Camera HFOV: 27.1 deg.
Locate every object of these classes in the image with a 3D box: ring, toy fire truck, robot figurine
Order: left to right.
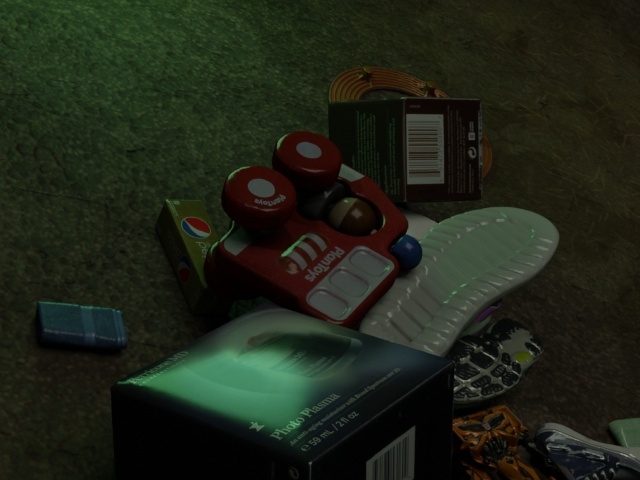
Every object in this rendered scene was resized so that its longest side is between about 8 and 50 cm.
[{"bbox_3d":[0.000,0.000,1.835,0.254,0.169,0.302,32,41,16],"label":"toy fire truck"},{"bbox_3d":[0.174,-0.221,2.466,0.336,0.032,0.337,17,38,-14],"label":"ring"},{"bbox_3d":[0.260,0.337,1.792,0.211,0.085,0.291,-12,49,-30],"label":"robot figurine"}]

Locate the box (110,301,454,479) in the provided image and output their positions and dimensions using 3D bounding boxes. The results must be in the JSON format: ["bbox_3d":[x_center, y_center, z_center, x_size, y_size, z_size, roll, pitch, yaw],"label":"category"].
[{"bbox_3d":[-0.042,0.229,1.567,0.294,0.183,0.296,14,26,33],"label":"box"}]

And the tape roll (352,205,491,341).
[{"bbox_3d":[0.120,0.074,2.019,0.286,0.100,0.286,19,37,-15],"label":"tape roll"}]

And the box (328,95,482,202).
[{"bbox_3d":[0.136,-0.147,2.163,0.167,0.169,0.203,-4,5,-36],"label":"box"}]

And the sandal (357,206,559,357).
[{"bbox_3d":[0.187,0.075,1.904,0.169,0.102,0.416,31,46,28],"label":"sandal"}]

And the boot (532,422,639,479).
[{"bbox_3d":[0.395,0.338,1.922,0.190,0.069,0.086,19,44,1],"label":"boot"}]

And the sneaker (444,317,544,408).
[{"bbox_3d":[0.238,0.201,1.916,0.107,0.110,0.275,37,26,24],"label":"sneaker"}]

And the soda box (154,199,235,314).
[{"bbox_3d":[-0.178,0.023,1.917,0.061,0.058,0.181,0,46,-32],"label":"soda box"}]

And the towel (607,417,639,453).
[{"bbox_3d":[0.607,0.397,2.006,0.247,0.038,0.325,2,44,-31],"label":"towel"}]

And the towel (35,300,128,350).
[{"bbox_3d":[-0.315,0.115,1.742,0.119,0.029,0.067,9,40,-26],"label":"towel"}]
